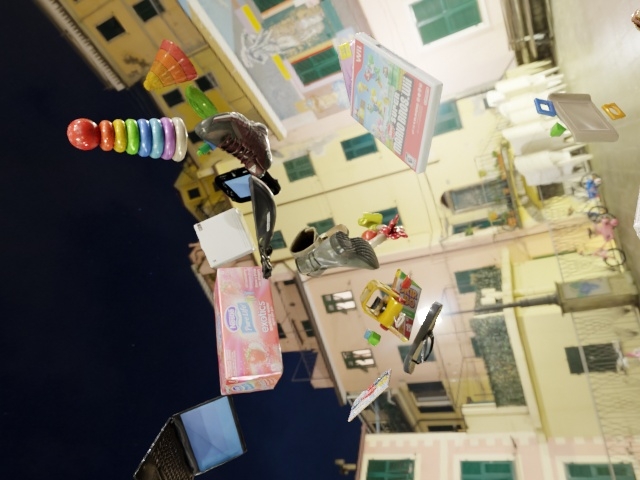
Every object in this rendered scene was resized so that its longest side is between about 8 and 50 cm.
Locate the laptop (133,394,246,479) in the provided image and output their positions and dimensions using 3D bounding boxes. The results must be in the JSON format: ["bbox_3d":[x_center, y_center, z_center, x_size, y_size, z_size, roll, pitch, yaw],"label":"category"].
[{"bbox_3d":[-0.317,0.567,1.159,0.264,0.136,0.235,-65,-30,-60],"label":"laptop"}]

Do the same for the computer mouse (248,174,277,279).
[{"bbox_3d":[-0.140,-0.048,1.158,0.184,0.060,0.262,-118,21,-69],"label":"computer mouse"}]

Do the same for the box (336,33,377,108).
[{"bbox_3d":[0.166,-0.531,1.510,0.243,0.117,0.214,-21,-82,-67],"label":"box"}]

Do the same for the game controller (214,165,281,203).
[{"bbox_3d":[-0.304,-0.232,1.871,0.166,0.319,0.067,38,-121,-36],"label":"game controller"}]

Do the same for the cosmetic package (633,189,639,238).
[{"bbox_3d":[0.651,-0.013,0.845,0.239,0.060,0.099,33,-109,-38],"label":"cosmetic package"}]

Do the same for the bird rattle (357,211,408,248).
[{"bbox_3d":[0.244,-0.017,1.943,0.143,0.207,0.253,58,167,-27],"label":"bird rattle"}]

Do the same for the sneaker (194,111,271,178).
[{"bbox_3d":[-0.212,-0.250,1.250,0.281,0.106,0.163,-13,-100,-60],"label":"sneaker"}]

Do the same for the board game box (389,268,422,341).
[{"bbox_3d":[0.303,0.229,1.668,0.124,0.039,0.260,40,-133,-19],"label":"board game box"}]

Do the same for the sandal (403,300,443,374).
[{"bbox_3d":[0.316,0.307,1.373,0.097,0.054,0.255,-16,-51,-58],"label":"sandal"}]

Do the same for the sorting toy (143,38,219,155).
[{"bbox_3d":[-0.376,-0.366,1.266,0.126,0.127,0.366,-46,-30,-15],"label":"sorting toy"}]

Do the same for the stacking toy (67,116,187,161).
[{"bbox_3d":[-0.592,-0.317,1.399,0.330,0.141,0.141,-5,-99,-31],"label":"stacking toy"}]

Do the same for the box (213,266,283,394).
[{"bbox_3d":[-0.198,0.233,1.201,0.154,0.142,0.300,117,147,-54],"label":"box"}]

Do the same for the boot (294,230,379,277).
[{"bbox_3d":[0.048,0.054,1.273,0.246,0.161,0.084,23,-137,-49],"label":"boot"}]

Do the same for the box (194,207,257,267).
[{"bbox_3d":[-0.373,-0.010,1.799,0.119,0.181,0.181,20,-133,-87],"label":"box"}]

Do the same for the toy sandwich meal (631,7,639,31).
[{"bbox_3d":[0.871,-0.586,1.202,0.029,0.085,0.086,83,180,-77],"label":"toy sandwich meal"}]

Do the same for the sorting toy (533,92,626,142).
[{"bbox_3d":[0.827,-0.384,1.445,0.047,0.347,0.196,114,147,-57],"label":"sorting toy"}]

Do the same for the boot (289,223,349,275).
[{"bbox_3d":[0.000,0.000,1.388,0.077,0.213,0.165,43,167,26],"label":"boot"}]

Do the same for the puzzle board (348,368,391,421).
[{"bbox_3d":[0.115,0.357,1.056,0.011,0.128,0.096,44,-166,5],"label":"puzzle board"}]

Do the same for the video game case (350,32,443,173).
[{"bbox_3d":[0.152,-0.303,0.994,0.285,0.025,0.204,53,154,39],"label":"video game case"}]

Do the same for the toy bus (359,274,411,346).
[{"bbox_3d":[0.164,0.175,1.276,0.104,0.202,0.191,31,-131,-2],"label":"toy bus"}]
